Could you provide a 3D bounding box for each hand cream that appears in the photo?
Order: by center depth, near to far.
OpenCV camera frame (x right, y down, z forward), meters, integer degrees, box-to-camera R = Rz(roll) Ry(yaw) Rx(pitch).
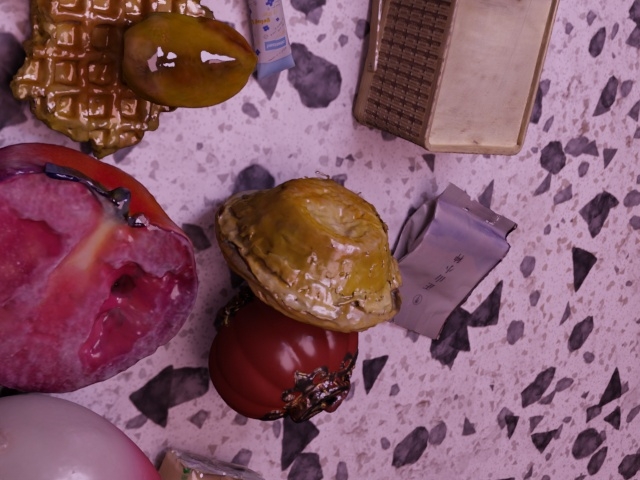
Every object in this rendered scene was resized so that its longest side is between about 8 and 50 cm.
[{"bbox_3d":[-0.072,-0.304,1.355,0.065,0.043,0.171,-27,125,-28],"label":"hand cream"}]

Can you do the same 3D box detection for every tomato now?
[{"bbox_3d":[-0.325,0.018,1.188,0.335,0.176,0.290,29,107,-41],"label":"tomato"}]

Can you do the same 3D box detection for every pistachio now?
[{"bbox_3d":[-0.165,-0.211,1.205,0.189,0.100,0.110,-10,133,-46],"label":"pistachio"}]

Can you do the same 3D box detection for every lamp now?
[{"bbox_3d":[-0.047,0.159,1.426,0.227,0.227,0.227,-14,114,-35],"label":"lamp"}]

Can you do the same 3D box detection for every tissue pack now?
[{"bbox_3d":[-0.190,0.430,1.491,0.186,0.090,0.222,23,92,-44],"label":"tissue pack"}]

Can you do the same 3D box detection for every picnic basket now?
[{"bbox_3d":[0.203,-0.298,1.495,0.228,0.175,0.313,-2,111,-39],"label":"picnic basket"}]

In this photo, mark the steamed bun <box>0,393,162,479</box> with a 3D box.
[{"bbox_3d":[-0.320,0.330,1.213,0.309,0.309,0.309,-14,114,-35],"label":"steamed bun"}]

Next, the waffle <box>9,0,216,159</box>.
[{"bbox_3d":[-0.256,-0.256,1.215,0.281,0.058,0.301,-32,122,-28],"label":"waffle"}]

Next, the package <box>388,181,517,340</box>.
[{"bbox_3d":[0.201,0.039,1.692,0.204,0.062,0.251,25,102,-42],"label":"package"}]

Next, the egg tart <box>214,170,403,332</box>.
[{"bbox_3d":[0.000,0.000,1.365,0.294,0.295,0.116,3,131,-39],"label":"egg tart"}]
